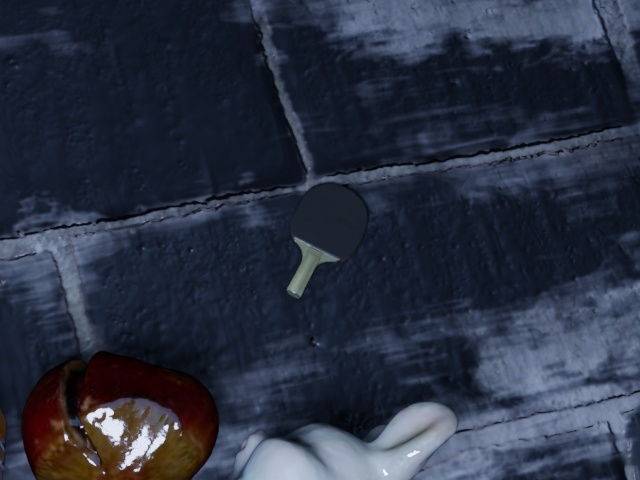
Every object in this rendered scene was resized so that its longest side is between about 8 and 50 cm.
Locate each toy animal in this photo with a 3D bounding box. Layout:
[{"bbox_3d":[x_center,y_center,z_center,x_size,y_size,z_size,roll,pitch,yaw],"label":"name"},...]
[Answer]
[{"bbox_3d":[-0.007,0.312,1.886,0.241,0.196,0.367,40,67,-4],"label":"toy animal"}]

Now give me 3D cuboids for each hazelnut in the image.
[{"bbox_3d":[-0.207,0.200,1.896,0.204,0.178,0.178,-17,72,9],"label":"hazelnut"}]

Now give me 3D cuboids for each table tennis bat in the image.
[{"bbox_3d":[0.000,0.000,2.105,0.087,0.013,0.156,29,64,-2],"label":"table tennis bat"}]

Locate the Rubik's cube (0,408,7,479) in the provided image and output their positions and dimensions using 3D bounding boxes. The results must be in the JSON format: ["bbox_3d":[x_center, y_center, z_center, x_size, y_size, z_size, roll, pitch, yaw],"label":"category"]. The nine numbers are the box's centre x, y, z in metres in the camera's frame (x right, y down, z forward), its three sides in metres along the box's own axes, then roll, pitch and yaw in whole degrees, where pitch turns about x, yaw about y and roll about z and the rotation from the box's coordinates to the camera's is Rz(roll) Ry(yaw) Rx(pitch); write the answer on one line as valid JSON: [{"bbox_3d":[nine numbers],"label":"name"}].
[{"bbox_3d":[-0.464,0.204,1.770,0.264,0.319,0.319,37,62,-28],"label":"Rubik's cube"}]
